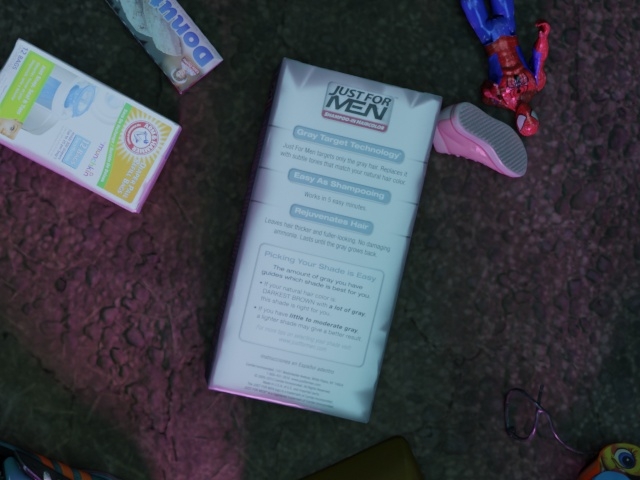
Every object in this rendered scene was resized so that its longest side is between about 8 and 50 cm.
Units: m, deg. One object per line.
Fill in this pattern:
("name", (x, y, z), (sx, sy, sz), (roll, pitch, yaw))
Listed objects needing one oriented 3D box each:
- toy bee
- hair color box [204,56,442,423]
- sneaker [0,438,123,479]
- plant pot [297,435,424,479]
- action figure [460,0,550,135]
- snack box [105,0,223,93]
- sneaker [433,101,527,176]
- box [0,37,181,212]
("toy bee", (0.352, 0.294, 1.672), (0.162, 0.195, 0.298), (-7, 79, -30))
("hair color box", (0.000, 0.000, 1.656), (0.185, 0.113, 0.374), (13, 89, -6))
("sneaker", (-0.313, 0.291, 1.619), (0.302, 0.121, 0.108), (23, 88, -6))
("plant pot", (0.053, 0.364, 1.625), (0.212, 0.187, 0.212), (-23, 93, -6))
("action figure", (0.203, -0.254, 1.669), (0.091, 0.139, 0.280), (-19, 95, -4))
("snack box", (-0.192, -0.257, 1.679), (0.064, 0.022, 0.178), (-39, 94, -6))
("sneaker", (0.180, -0.115, 1.711), (0.134, 0.070, 0.051), (33, 62, -34))
("box", (-0.267, -0.124, 1.631), (0.203, 0.103, 0.114), (29, 88, -5))
